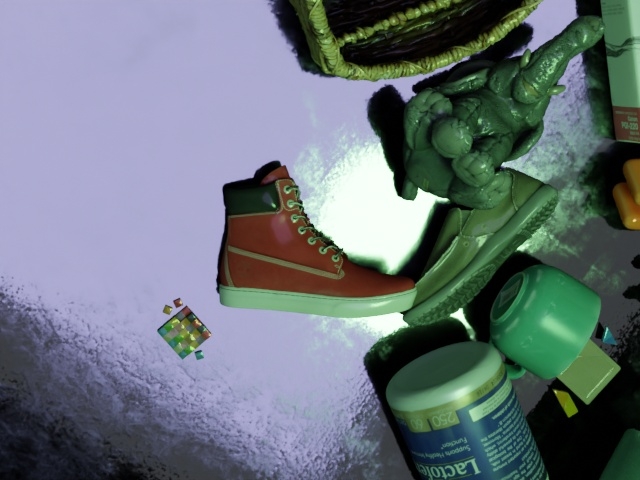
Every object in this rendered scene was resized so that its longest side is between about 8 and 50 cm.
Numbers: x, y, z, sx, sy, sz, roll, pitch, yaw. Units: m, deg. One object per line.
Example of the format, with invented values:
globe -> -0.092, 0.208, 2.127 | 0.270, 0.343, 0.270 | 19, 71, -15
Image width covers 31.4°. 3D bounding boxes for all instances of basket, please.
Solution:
basket -> 0.120, -0.301, 1.304 | 0.299, 0.223, 0.214 | -21, 101, -6

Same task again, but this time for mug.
mug -> 0.266, 0.106, 1.435 | 0.097, 0.129, 0.158 | 32, 93, -9

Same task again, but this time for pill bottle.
pill bottle -> 0.198, 0.275, 1.438 | 0.153, 0.153, 0.265 | -25, 101, -4

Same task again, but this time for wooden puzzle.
wooden puzzle -> 0.354, 0.174, 1.518 | 0.116, 0.014, 0.078 | -41, 106, 0
wooden puzzle -> -0.172, 0.116, 1.434 | 0.049, 0.006, 0.083 | -40, 102, -1

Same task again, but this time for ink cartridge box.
ink cartridge box -> 0.448, -0.242, 1.428 | 0.158, 0.092, 0.218 | -11, 98, -7

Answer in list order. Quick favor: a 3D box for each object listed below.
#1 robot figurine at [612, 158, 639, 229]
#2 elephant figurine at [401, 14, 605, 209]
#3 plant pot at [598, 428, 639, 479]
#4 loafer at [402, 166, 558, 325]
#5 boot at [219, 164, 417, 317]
robot figurine -> 0.488, -0.057, 1.443 | 0.219, 0.128, 0.158 | 2, 99, -9
elephant figurine -> 0.216, -0.157, 1.380 | 0.239, 0.186, 0.169 | -46, 137, -23
plant pot -> 0.436, 0.438, 1.428 | 0.341, 0.341, 0.334 | 25, 86, -11
loafer -> 0.187, 0.007, 1.440 | 0.251, 0.094, 0.087 | -44, 68, 2
boot -> 0.000, 0.000, 1.387 | 0.244, 0.088, 0.176 | 5, 96, 6
